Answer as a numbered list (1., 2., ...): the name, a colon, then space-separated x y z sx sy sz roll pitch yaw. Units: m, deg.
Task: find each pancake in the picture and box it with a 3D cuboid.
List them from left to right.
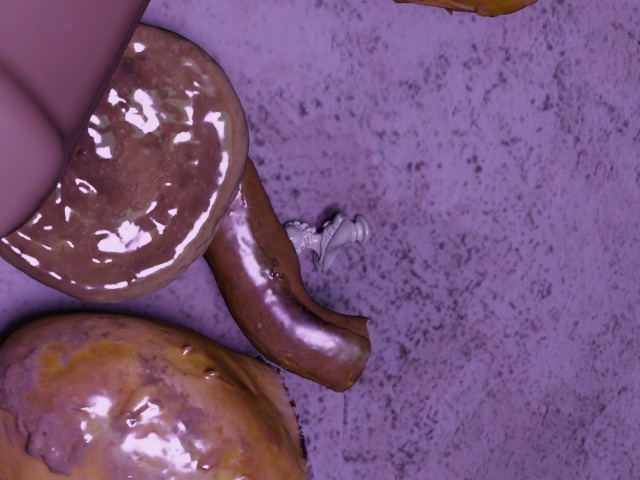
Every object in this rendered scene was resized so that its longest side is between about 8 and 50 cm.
1. pancake: -0.174 -0.062 0.872 0.242 0.050 0.241 -1 97 -9

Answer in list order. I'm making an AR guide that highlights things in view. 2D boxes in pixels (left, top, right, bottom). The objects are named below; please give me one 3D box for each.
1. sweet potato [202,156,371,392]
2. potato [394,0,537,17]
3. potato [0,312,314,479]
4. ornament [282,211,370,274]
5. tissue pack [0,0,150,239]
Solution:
1. sweet potato: -0.048 0.009 0.964 0.112 0.085 0.285 -23 95 20
2. potato: 0.164 -0.323 0.873 0.196 0.300 0.246 2 73 -34
3. potato: -0.163 0.163 0.907 0.266 0.229 0.229 25 94 -29
4. ornament: 0.003 -0.001 1.029 0.092 0.041 0.068 17 121 -42
5. tissue pack: -0.247 -0.207 0.689 0.267 0.277 0.387 24 93 -38
